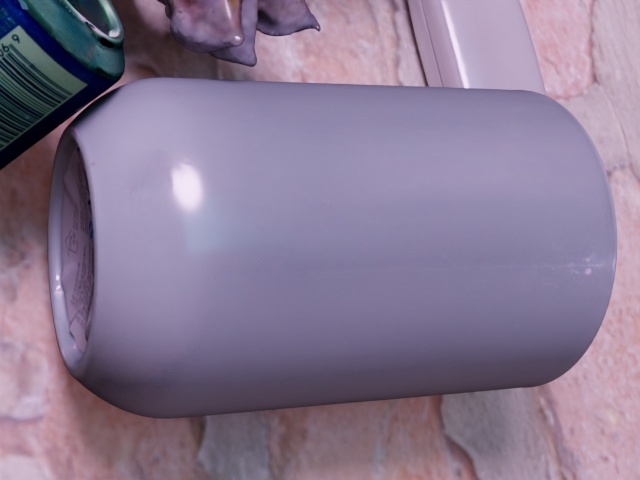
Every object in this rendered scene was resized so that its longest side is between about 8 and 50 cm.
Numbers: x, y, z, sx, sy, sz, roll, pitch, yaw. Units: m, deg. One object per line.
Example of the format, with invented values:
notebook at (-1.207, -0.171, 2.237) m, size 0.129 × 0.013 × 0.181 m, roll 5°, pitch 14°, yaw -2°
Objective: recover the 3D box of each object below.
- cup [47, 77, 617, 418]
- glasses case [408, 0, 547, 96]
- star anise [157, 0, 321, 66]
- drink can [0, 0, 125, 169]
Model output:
cup at (0.000, 0.000, 0.587) m, size 0.312 × 0.205 × 0.206 m, roll 0°, pitch 77°, yaw -26°
glasses case at (0.132, -0.147, 0.774) m, size 0.092 × 0.059 × 0.234 m, roll -11°, pitch 82°, yaw -27°
star anise at (-0.107, -0.194, 0.559) m, size 0.212 × 0.283 × 0.129 m, roll 26°, pitch 68°, yaw 13°
drink can at (-0.211, -0.082, 0.503) m, size 0.205 × 0.118 × 0.118 m, roll -33°, pitch 93°, yaw 10°
